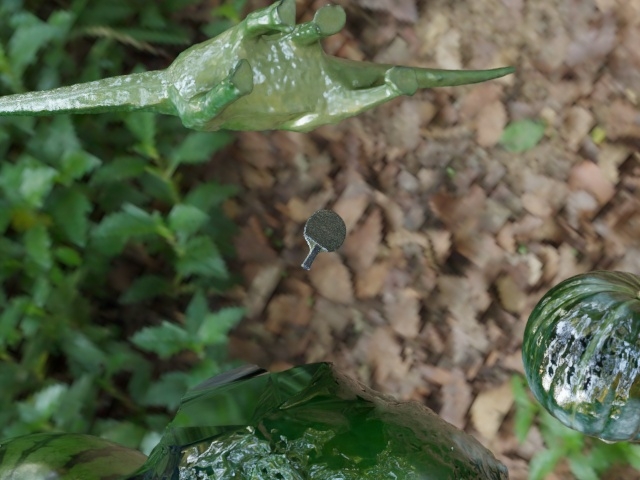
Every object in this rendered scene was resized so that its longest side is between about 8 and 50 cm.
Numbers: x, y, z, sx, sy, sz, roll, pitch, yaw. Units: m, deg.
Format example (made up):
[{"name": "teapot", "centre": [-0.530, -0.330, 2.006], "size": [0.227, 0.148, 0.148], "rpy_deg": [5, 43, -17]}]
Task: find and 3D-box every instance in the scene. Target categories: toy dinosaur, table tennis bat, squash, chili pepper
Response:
[{"name": "toy dinosaur", "centre": [-0.082, -0.114, 1.337], "size": [0.301, 0.447, 0.087], "rpy_deg": [-22, 69, 55]}, {"name": "table tennis bat", "centre": [0.000, 0.000, 1.933], "size": [0.083, 0.050, 0.007], "rpy_deg": [-62, 10, -27]}, {"name": "squash", "centre": [0.317, 0.125, 1.743], "size": [0.172, 0.218, 0.218], "rpy_deg": [-53, 48, 22]}, {"name": "chili pepper", "centre": [-0.053, 0.123, 0.655], "size": [0.264, 0.148, 0.116], "rpy_deg": [-22, 88, -2]}]

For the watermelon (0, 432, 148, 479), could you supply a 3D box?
[{"name": "watermelon", "centre": [-0.250, 0.300, 1.460], "size": [0.330, 0.189, 0.331], "rpy_deg": [-1, 65, 2]}]
